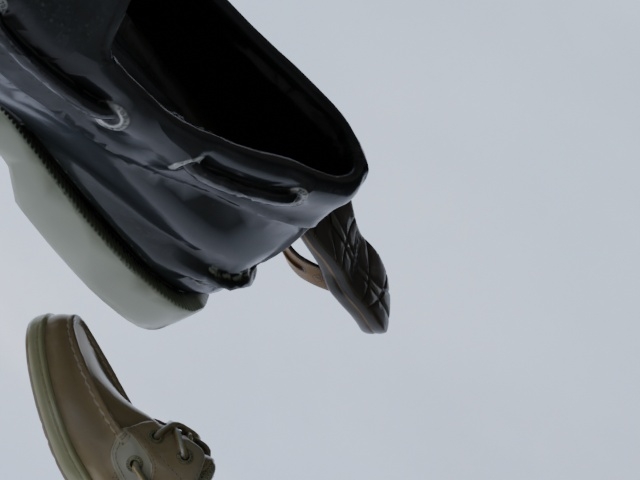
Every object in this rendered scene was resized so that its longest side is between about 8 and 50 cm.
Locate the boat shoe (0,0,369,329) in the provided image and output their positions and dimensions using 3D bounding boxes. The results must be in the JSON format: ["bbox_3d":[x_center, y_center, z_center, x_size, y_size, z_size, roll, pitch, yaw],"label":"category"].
[{"bbox_3d":[-0.079,-0.093,0.519,0.340,0.113,0.127,56,-161,-44],"label":"boat shoe"}]

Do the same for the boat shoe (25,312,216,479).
[{"bbox_3d":[-0.123,0.180,1.279,0.302,0.098,0.109,63,-171,3],"label":"boat shoe"}]

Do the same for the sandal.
[{"bbox_3d":[0.000,0.000,1.435,0.219,0.060,0.090,59,-149,-43],"label":"sandal"}]
